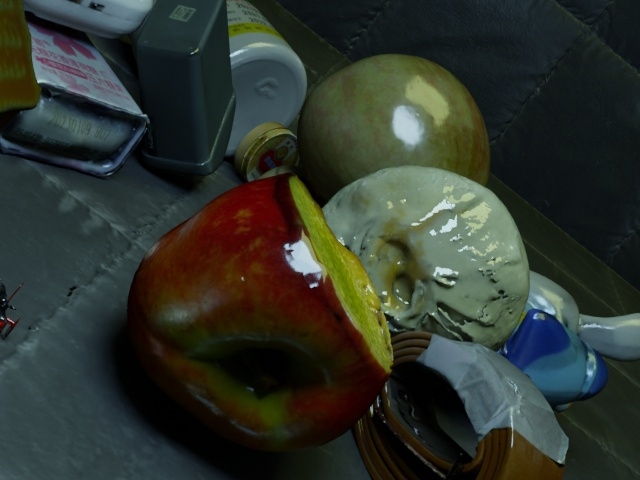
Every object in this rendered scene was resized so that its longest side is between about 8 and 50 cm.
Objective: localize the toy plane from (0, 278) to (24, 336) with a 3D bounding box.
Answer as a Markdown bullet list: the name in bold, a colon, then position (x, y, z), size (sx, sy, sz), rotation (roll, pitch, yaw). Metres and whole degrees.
- **toy plane**: position (-0.266, 0.066, 0.833), size (0.037, 0.060, 0.145), rotation (36, 3, -10)

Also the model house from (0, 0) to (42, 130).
- **model house**: position (-0.348, -0.137, 0.866), size (0.173, 0.239, 0.268), rotation (40, 16, -1)

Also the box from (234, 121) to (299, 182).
- **box**: position (-0.082, -0.132, 1.600), size (0.037, 0.105, 0.105), rotation (43, 17, 32)

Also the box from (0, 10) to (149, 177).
- **box**: position (-0.369, -0.240, 1.279), size (0.190, 0.112, 0.370), rotation (12, 32, -53)

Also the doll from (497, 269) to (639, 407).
- **doll**: position (0.268, 0.146, 1.468), size (0.365, 0.376, 0.187), rotation (-38, 122, -62)

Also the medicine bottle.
- **medicine bottle**: position (-0.187, -0.309, 1.655), size (0.208, 0.208, 0.340), rotation (18, 27, -48)

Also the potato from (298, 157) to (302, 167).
- **potato**: position (0.034, -0.111, 1.711), size (0.157, 0.157, 0.194), rotation (25, 21, -38)

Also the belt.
- **belt**: position (0.142, 0.201, 1.101), size (0.105, 0.184, 0.261), rotation (29, 5, -33)

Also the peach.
- **peach**: position (-0.054, 0.056, 0.984), size (0.245, 0.249, 0.275), rotation (1, 23, 8)

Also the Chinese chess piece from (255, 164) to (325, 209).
- **Chinese chess piece**: position (0.000, 0.000, 1.455), size (0.251, 0.097, 0.251), rotation (35, 19, -14)

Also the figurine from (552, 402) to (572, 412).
- **figurine**: position (0.330, 0.187, 1.658), size (0.197, 0.093, 0.147), rotation (39, -15, -7)

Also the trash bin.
- **trash bin**: position (-0.176, -0.201, 1.375), size (0.101, 0.236, 0.177), rotation (10, 48, 6)

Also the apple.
- **apple**: position (0.099, -0.115, 1.401), size (0.257, 0.257, 0.234), rotation (15, 57, -52)

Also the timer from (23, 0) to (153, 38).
- **timer**: position (-0.342, -0.355, 1.292), size (0.237, 0.087, 0.262), rotation (11, 35, -53)

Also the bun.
- **bun**: position (0.109, 0.049, 1.240), size (0.287, 0.287, 0.146), rotation (38, 16, -4)
